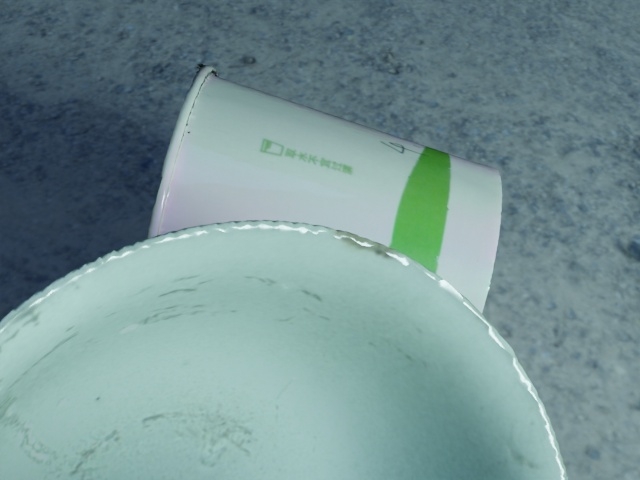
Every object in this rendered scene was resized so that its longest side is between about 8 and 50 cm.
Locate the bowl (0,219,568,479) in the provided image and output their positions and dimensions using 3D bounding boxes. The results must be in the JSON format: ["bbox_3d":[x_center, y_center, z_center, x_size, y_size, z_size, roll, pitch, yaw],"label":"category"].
[{"bbox_3d":[-0.071,0.210,0.574,0.435,0.434,0.196,-31,11,-27],"label":"bowl"}]

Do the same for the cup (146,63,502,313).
[{"bbox_3d":[0.000,0.000,0.803,0.274,0.253,0.253,12,47,-2],"label":"cup"}]
